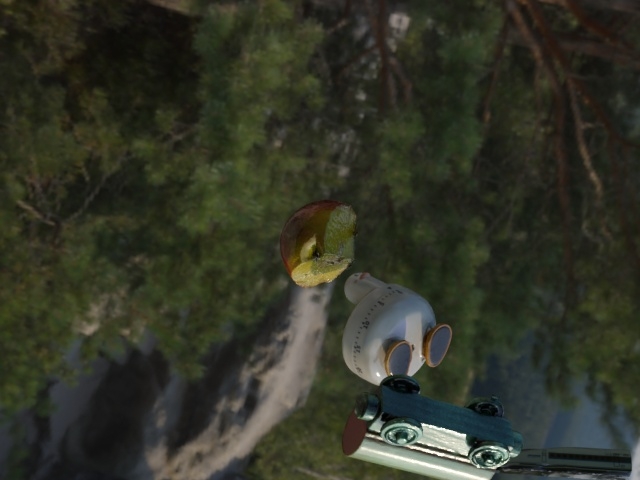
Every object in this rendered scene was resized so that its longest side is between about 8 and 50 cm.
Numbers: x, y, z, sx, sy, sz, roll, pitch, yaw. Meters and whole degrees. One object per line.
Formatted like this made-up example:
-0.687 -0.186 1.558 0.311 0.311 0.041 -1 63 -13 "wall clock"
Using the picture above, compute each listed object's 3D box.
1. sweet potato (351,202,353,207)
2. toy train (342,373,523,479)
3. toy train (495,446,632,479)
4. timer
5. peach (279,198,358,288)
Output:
-0.007 -0.039 2.214 0.195 0.056 0.056 -28 149 -10 "sweet potato"
0.172 0.314 1.547 0.116 0.285 0.177 -91 -155 -44 "toy train"
0.387 0.367 1.633 0.055 0.252 0.048 72 22 -63 "toy train"
0.141 0.204 2.218 0.233 0.240 0.233 -21 123 -36 "timer"
-0.005 -0.006 1.567 0.151 0.118 0.151 -29 151 -18 "peach"
